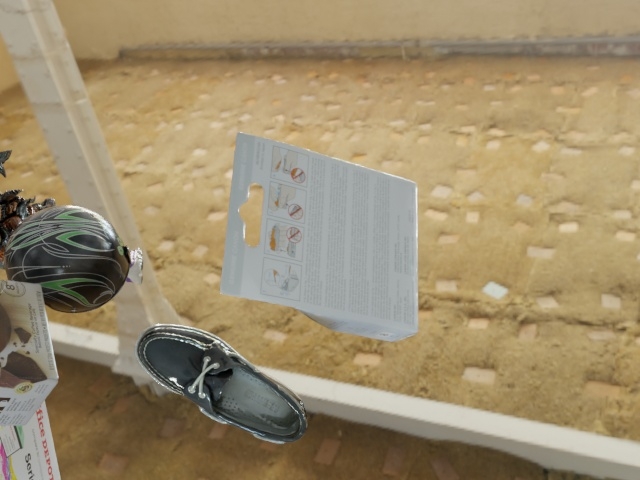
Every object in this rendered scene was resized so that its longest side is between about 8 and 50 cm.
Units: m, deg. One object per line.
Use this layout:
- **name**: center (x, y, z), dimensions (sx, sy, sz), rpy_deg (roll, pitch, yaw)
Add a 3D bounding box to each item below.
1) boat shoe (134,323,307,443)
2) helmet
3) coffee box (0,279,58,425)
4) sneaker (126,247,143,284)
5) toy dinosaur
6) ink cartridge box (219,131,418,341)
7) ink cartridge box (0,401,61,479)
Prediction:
- **boat shoe**: center (-0.152, 0.223, 1.187), dimensions (0.302, 0.114, 0.091), rpy_deg (25, 177, -9)
- **helmet**: center (-0.396, 0.024, 1.170), dimensions (0.169, 0.161, 0.170), rpy_deg (-12, -120, 22)
- **coffee box**: center (-0.509, 0.134, 0.960), dimensions (0.297, 0.119, 0.168), rpy_deg (12, -140, -42)
- **sneaker**: center (-0.397, 0.050, 1.527), dimensions (0.071, 0.068, 0.170), rpy_deg (4, -178, -15)
- **toy dinosaur**: center (-0.618, -0.047, 1.374), dimensions (0.164, 0.219, 0.322), rpy_deg (-5, -170, 15)
- **ink cartridge box**: center (0.000, 0.000, 1.369), dimensions (0.384, 0.091, 0.308), rpy_deg (13, -114, -24)
- **ink cartridge box**: center (-0.513, 0.339, 1.109), dimensions (0.117, 0.202, 0.278), rpy_deg (-7, -172, 10)
